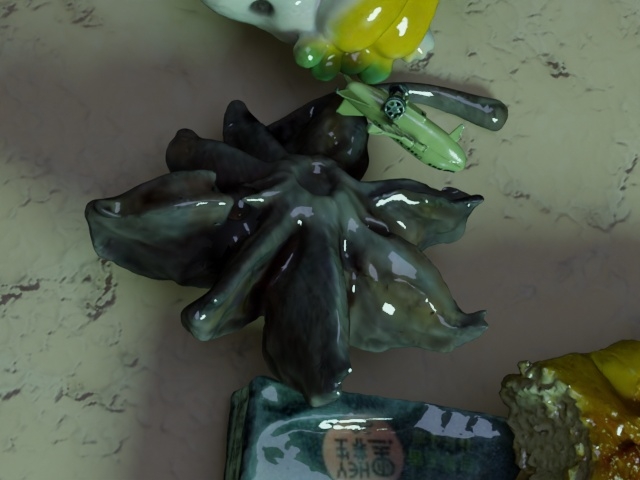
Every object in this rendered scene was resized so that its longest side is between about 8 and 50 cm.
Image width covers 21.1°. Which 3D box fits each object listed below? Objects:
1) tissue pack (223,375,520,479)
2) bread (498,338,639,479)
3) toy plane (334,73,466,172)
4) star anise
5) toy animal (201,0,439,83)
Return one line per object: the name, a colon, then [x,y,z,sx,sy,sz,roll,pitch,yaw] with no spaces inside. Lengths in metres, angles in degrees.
tissue pack: [0.032,0.269,1.215,0.227,0.103,0.316,10,73,-11]
bread: [0.240,0.153,1.237,0.380,0.109,0.185,-11,88,-39]
toy plane: [0.060,-0.086,1.241,0.111,0.102,0.040,28,114,-5]
star anise: [0.000,0.000,1.253,0.359,0.139,0.316,4,53,-19]
toy animal: [0.004,-0.259,1.294,0.310,0.183,0.247,-21,64,-17]
